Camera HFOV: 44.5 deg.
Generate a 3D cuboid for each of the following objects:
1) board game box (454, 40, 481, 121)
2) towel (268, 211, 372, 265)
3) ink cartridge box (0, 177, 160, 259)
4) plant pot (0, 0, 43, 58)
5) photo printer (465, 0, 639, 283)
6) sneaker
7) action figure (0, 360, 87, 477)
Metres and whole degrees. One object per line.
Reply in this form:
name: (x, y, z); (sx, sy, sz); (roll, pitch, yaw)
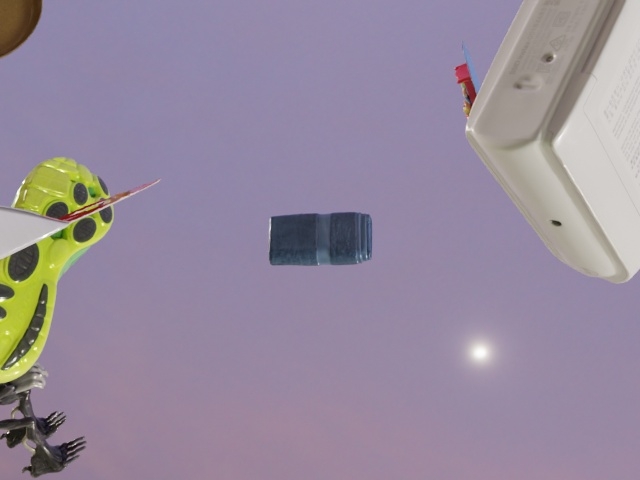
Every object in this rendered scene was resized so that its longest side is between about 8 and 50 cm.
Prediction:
board game box: (0.226, -0.215, 1.180); (0.033, 0.133, 0.169); (-18, -98, 18)
towel: (0.000, 0.000, 0.904); (0.119, 0.067, 0.029); (-1, -33, 6)
ink cartridge box: (-0.255, -0.008, 0.576); (0.181, 0.224, 0.056); (-7, -68, 54)
plant pot: (-0.548, -0.361, 1.197); (0.236, 0.236, 0.032); (49, -25, 7)
photo printer: (0.284, -0.116, 0.774); (0.107, 0.256, 0.307); (17, -16, 43)
sneaker: (-0.321, 0.022, 0.840); (0.123, 0.296, 0.109); (-22, -54, 35)
action figure: (-0.419, 0.183, 0.999); (0.164, 0.141, 0.276); (38, -14, 49)
